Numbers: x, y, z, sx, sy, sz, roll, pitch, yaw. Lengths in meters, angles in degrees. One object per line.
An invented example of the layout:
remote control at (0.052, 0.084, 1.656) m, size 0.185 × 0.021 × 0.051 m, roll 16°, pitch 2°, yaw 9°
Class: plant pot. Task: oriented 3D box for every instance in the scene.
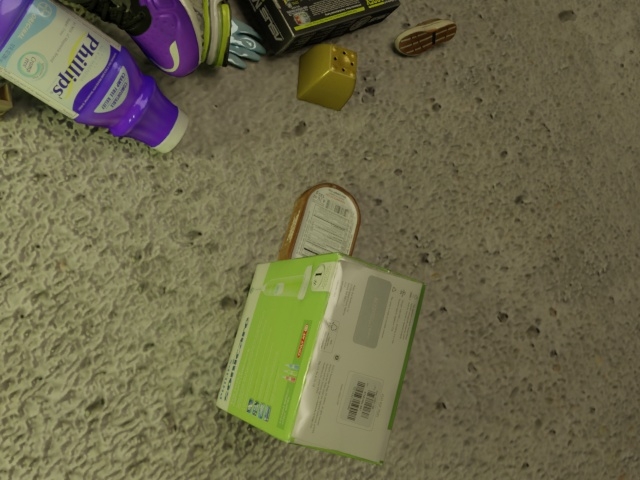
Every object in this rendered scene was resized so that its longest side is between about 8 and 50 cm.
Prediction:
plant pot at (0.018, -0.269, 1.129) m, size 0.081 × 0.083 × 0.081 m, roll 11°, pitch 71°, yaw -24°

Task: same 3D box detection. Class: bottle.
bottle at (-0.300, -0.211, 0.907) m, size 0.282 × 0.092 × 0.118 m, roll 34°, pitch 89°, yaw -36°

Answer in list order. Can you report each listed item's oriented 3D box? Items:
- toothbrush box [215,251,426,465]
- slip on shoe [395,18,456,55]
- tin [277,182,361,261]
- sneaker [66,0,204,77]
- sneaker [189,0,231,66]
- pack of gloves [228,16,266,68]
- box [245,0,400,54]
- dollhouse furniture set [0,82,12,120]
toothbrush box at (-0.012, 0.135, 0.869) m, size 0.122 × 0.283 × 0.206 m, roll 20°, pitch 77°, yaw -22°
slip on shoe at (0.183, -0.372, 1.272) m, size 0.135 × 0.052 × 0.041 m, roll -26°, pitch 49°, yaw -23°
tin at (0.000, 0.000, 1.074) m, size 0.106 × 0.040 × 0.190 m, roll 23°, pitch 67°, yaw -16°
sneaker at (-0.268, -0.316, 0.873) m, size 0.293 × 0.102 × 0.146 m, roll 59°, pitch 43°, yaw -23°
sneaker at (-0.200, -0.397, 1.004) m, size 0.121 × 0.111 × 0.300 m, roll -7°, pitch 90°, yaw -17°
pack of gloves at (-0.170, -0.384, 1.084) m, size 0.232 × 0.046 × 0.195 m, roll 18°, pitch 67°, yaw -22°
box at (-0.017, -0.439, 1.153) m, size 0.270 × 0.060 × 0.216 m, roll -31°, pitch 92°, yaw -38°
dollhouse furniture set at (-0.484, -0.244, 0.874) m, size 0.160 × 0.101 × 0.182 m, roll 5°, pitch 72°, yaw -52°
